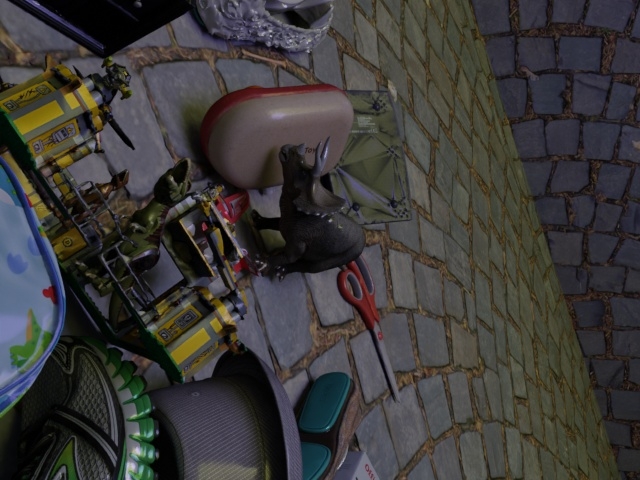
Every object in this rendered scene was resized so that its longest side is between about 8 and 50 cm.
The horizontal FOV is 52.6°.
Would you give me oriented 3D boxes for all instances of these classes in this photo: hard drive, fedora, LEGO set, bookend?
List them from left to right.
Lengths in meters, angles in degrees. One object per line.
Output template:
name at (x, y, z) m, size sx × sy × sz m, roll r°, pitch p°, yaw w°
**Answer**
bookend at (-0.245, -0.295, 0.711) m, size 0.156 × 0.157 × 0.073 m, roll 28°, pitch 54°, yaw -52°
LEGO set at (-0.164, -0.041, 0.635) m, size 0.192 × 0.255 × 0.331 m, roll -38°, pitch 100°, yaw -28°
fedora at (-0.131, 0.221, 0.629) m, size 0.124 × 0.275 × 0.244 m, roll 12°, pitch 89°, yaw -30°
hard drive at (0.075, -0.151, 1.205) m, size 0.171 × 0.054 × 0.255 m, roll -6°, pitch 83°, yaw -27°

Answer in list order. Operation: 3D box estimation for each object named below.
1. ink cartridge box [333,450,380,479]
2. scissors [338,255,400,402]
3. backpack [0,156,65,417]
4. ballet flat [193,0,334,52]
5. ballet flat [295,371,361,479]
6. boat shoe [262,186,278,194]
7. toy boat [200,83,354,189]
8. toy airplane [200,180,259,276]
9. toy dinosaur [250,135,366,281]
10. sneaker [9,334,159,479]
ink cartridge box at (0.032, 0.413, 0.939) m, size 0.128 × 0.072 × 0.175 m, roll 64°, pitch 33°, yaw -18°
scissors at (0.108, 0.159, 1.222) m, size 0.297 × 0.021 × 0.109 m, roll 63°, pitch 31°, yaw -17°
backpack at (-0.328, 0.053, 0.356) m, size 0.290 × 0.273 × 0.355 m, roll 60°, pitch 15°, yaw 17°
ballet flat at (-0.052, -0.398, 1.097) m, size 0.409 × 0.146 × 0.147 m, roll -34°, pitch 106°, yaw -59°
ballet flat at (-0.010, 0.308, 0.894) m, size 0.316 × 0.107 × 0.106 m, roll -43°, pitch 128°, yaw -55°
boat shoe at (-0.071, -0.105, 1.040) m, size 0.100 × 0.035 × 0.035 m, roll -65°, pitch 159°, yaw -52°
toy boat at (-0.074, -0.173, 0.953) m, size 0.231 × 0.151 × 0.151 m, roll -14°, pitch 49°, yaw -38°
toy airplane at (-0.126, -0.013, 0.908) m, size 0.151 × 0.028 × 0.151 m, roll 44°, pitch 37°, yaw -48°
toy dinosaur at (0.000, 0.000, 0.956) m, size 0.313 × 0.160 × 0.121 m, roll 51°, pitch 29°, yaw -48°
sneaker at (-0.210, 0.211, 0.508) m, size 0.146 × 0.134 × 0.344 m, roll 17°, pitch 33°, yaw -36°
